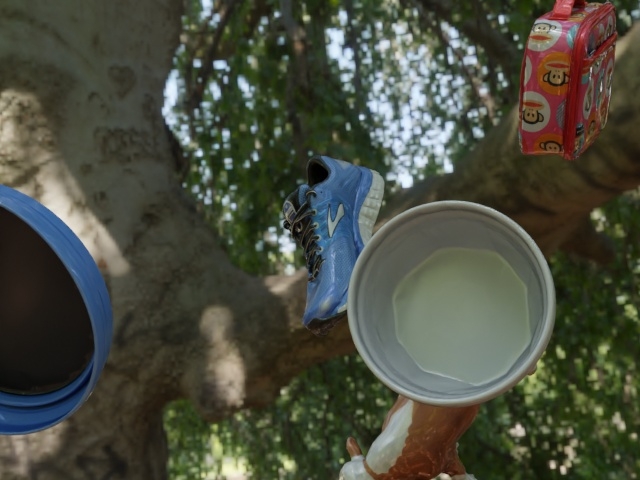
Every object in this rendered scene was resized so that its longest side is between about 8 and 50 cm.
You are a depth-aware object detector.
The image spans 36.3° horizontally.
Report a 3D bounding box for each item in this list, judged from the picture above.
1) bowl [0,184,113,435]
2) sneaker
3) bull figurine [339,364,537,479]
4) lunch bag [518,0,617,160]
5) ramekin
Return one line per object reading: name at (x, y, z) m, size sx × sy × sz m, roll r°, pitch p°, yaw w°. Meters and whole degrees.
bowl at (-0.477, 0.095, 1.395) m, size 0.391 × 0.391 × 0.077 m, roll -10°, pitch 19°, yaw 21°
sneaker at (0.000, 0.000, 1.481) m, size 0.147 × 0.330 × 0.130 m, roll 25°, pitch -45°, yaw -18°
bull figurine at (0.148, 0.223, 1.229) m, size 0.188 × 0.310 × 0.101 m, roll 31°, pitch -1°, yaw -43°
lunch bag at (0.409, -0.286, 1.607) m, size 0.120 × 0.258 × 0.293 m, roll 9°, pitch 25°, yaw 24°
ramekin at (0.140, 0.071, 1.005) m, size 0.207 × 0.207 × 0.109 m, roll -9°, pitch -16°, yaw 17°
